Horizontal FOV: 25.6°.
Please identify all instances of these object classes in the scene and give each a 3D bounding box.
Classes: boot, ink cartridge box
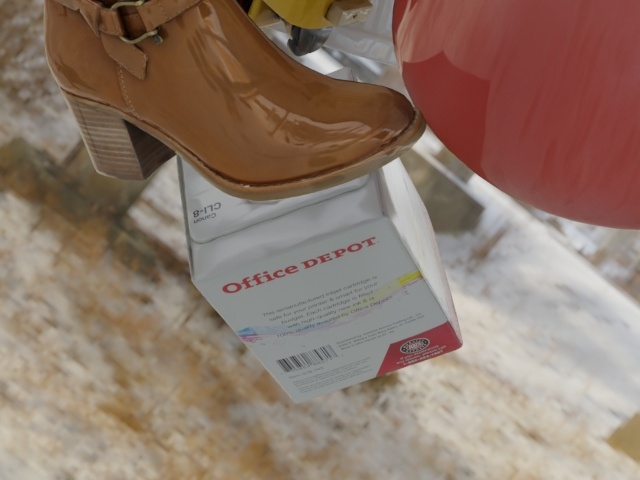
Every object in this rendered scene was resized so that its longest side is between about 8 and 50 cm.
[{"bbox_3d":[-0.053,-0.101,0.668,0.073,0.197,0.152,-56,140,-51],"label":"boot"},{"bbox_3d":[0.000,0.000,0.920,0.176,0.128,0.127,57,18,-53],"label":"ink cartridge box"}]

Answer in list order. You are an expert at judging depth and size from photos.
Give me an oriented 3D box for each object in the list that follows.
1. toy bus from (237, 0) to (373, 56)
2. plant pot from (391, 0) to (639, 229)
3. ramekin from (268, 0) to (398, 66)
[{"bbox_3d":[-0.005,-0.207,1.077,0.104,0.191,0.202,45,-2,23],"label":"toy bus"},{"bbox_3d":[0.184,-0.179,0.758,0.275,0.275,0.243,41,-24,19],"label":"plant pot"},{"bbox_3d":[0.018,-0.231,1.256,0.207,0.109,0.207,17,10,-3],"label":"ramekin"}]
